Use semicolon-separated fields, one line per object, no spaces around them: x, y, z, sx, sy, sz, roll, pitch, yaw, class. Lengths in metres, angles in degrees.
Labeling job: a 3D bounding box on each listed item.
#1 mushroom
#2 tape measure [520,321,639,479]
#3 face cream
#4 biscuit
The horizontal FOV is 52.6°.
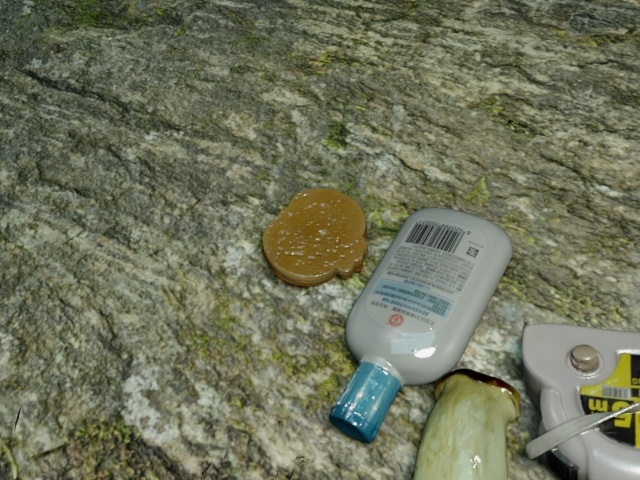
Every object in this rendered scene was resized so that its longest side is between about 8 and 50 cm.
0.145;0.294;0.686;0.107;0.087;0.333;-10;52;38;mushroom
0.329;0.186;0.691;0.236;0.120;0.197;2;47;24;tape measure
0.119;0.103;0.845;0.163;0.080;0.336;16;59;31;face cream
0.000;0.002;0.984;0.171;0.050;0.170;-4;56;6;biscuit
